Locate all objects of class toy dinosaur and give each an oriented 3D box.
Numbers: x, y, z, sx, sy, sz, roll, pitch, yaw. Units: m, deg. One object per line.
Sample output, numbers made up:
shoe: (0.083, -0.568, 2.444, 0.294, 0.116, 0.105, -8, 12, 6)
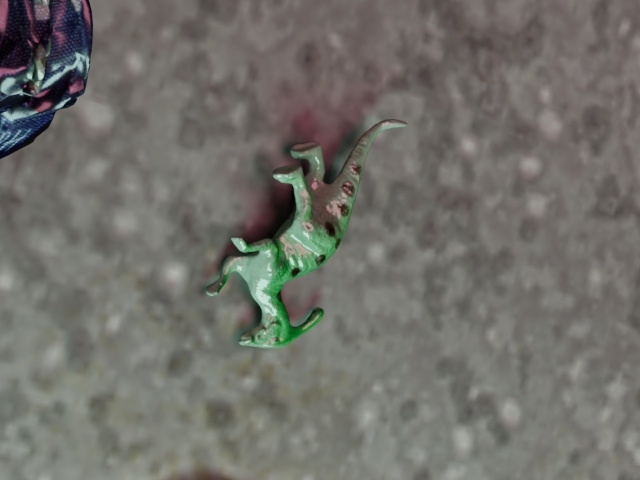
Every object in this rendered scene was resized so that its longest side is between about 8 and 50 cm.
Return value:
toy dinosaur: (0.000, 0.000, 0.639, 0.083, 0.021, 0.062, -21, 116, -25)

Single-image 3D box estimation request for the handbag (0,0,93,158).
handbag: (-0.153, -0.119, 0.465, 0.162, 0.113, 0.260, -18, 106, -24)
